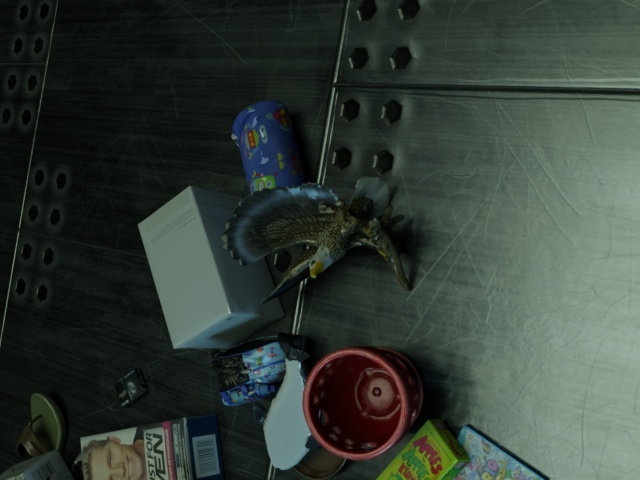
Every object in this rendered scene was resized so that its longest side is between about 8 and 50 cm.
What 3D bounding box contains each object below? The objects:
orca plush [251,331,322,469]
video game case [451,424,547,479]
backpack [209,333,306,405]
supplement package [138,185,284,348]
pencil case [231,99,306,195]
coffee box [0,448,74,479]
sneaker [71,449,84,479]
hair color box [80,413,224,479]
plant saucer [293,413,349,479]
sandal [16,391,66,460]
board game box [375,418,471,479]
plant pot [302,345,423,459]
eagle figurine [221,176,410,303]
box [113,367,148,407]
[{"bbox_3d":[-0.050,0.299,1.550,0.151,0.102,0.287,1,114,22],"label":"orca plush"},{"bbox_3d":[0.290,0.412,1.389,0.166,0.015,0.119,31,103,34],"label":"video game case"},{"bbox_3d":[-0.107,0.251,1.612,0.173,0.158,0.116,-20,77,22],"label":"backpack"},{"bbox_3d":[-0.233,0.062,1.705,0.175,0.177,0.293,-32,66,28],"label":"supplement package"},{"bbox_3d":[-0.102,-0.136,1.670,0.133,0.119,0.306,-18,73,15],"label":"pencil case"},{"bbox_3d":[-0.634,0.660,1.891,0.168,0.119,0.297,-24,95,30],"label":"coffee box"},{"bbox_3d":[-0.583,0.590,1.974,0.071,0.068,0.169,-141,62,-66],"label":"sneaker"},{"bbox_3d":[-0.380,0.499,1.803,0.347,0.105,0.173,-18,74,33],"label":"hair color box"},{"bbox_3d":[-0.005,0.383,1.595,0.168,0.029,0.168,-4,83,35],"label":"plant saucer"},{"bbox_3d":[-0.718,0.538,2.050,0.120,0.086,0.302,2,85,36],"label":"sandal"},{"bbox_3d":[0.175,0.414,1.440,0.181,0.043,0.092,-54,48,21],"label":"board game box"},{"bbox_3d":[0.084,0.282,1.439,0.191,0.174,0.191,-2,84,20],"label":"plant pot"},{"bbox_3d":[-0.005,0.003,1.519,0.298,0.225,0.226,-5,92,28],"label":"eagle figurine"},{"bbox_3d":[-0.451,0.351,1.923,0.083,0.018,0.067,-36,65,27],"label":"box"}]
